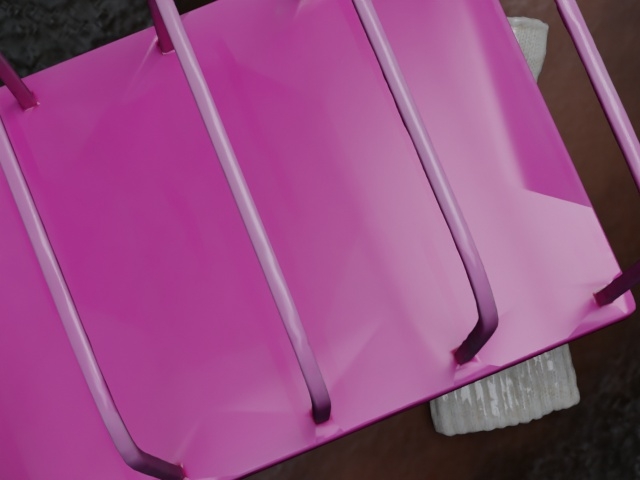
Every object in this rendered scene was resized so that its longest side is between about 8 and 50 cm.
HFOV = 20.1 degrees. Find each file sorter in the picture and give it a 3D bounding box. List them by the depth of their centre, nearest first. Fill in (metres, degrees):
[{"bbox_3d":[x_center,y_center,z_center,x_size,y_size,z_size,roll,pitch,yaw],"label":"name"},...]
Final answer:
[{"bbox_3d":[-0.035,-0.019,0.720,0.291,0.182,0.202,-22,80,-3],"label":"file sorter"}]

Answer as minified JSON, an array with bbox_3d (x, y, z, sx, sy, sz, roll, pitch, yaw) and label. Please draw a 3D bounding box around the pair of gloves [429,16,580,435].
[{"bbox_3d":[0.000,0.000,0.843,0.240,0.042,0.204,-5,95,-4],"label":"pair of gloves"}]
